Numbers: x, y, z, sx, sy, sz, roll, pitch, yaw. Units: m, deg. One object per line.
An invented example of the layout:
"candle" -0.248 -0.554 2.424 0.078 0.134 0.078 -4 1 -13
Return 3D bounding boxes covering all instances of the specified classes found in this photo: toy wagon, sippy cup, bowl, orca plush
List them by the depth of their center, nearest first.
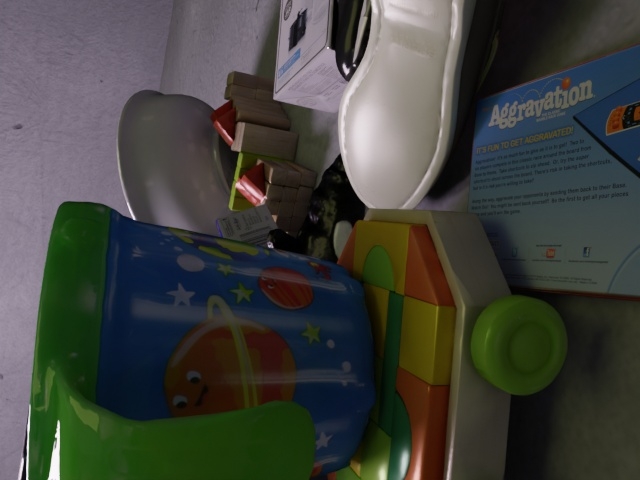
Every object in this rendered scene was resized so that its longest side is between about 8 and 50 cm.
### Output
"toy wagon" 0.063 0.149 0.477 0.267 0.068 0.344 -168 83 -72
"sippy cup" -0.087 0.094 0.478 0.305 0.224 0.240 -106 27 -46
"orca plush" 0.000 0.000 0.659 0.151 0.102 0.287 -125 48 -58
"bowl" -0.201 -0.120 1.054 0.298 0.134 0.297 -10 -90 -75

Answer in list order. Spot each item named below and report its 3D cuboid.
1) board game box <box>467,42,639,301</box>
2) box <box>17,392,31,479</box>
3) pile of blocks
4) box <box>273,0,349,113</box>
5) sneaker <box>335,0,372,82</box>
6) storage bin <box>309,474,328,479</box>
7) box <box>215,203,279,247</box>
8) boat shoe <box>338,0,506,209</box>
"board game box" 0.178 -0.038 0.353 0.281 0.027 0.145 179 96 -67
"box" -0.224 0.316 0.815 0.343 0.313 0.179 176 101 -67
"pile of blocks" -0.111 -0.134 0.950 0.362 0.113 0.149 -108 34 -46
"box" 0.022 -0.315 0.728 0.169 0.087 0.290 167 110 -65
"sneaker" 0.043 -0.284 0.596 0.124 0.107 0.283 12 87 30
"storage bin" -0.025 0.197 0.635 0.098 0.091 0.135 -139 41 -65
"box" -0.073 0.046 0.789 0.126 0.072 0.137 -122 17 -57
"boat shoe" 0.085 -0.145 0.501 0.109 0.091 0.305 33 142 24
